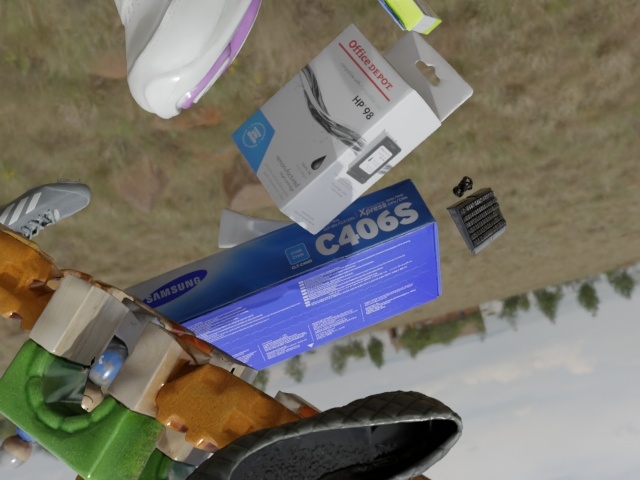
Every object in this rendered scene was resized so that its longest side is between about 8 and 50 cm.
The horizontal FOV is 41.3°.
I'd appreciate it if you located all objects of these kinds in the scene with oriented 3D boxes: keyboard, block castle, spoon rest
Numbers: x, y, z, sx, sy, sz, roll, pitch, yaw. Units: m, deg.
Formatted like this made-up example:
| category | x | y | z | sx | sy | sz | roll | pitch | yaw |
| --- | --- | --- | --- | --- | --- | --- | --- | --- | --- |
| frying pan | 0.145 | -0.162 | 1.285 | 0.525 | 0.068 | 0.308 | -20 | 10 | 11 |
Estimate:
| category | x | y | z | sx | sy | sz | roll | pitch | yaw |
| --- | --- | --- | --- | --- | --- | --- | --- | --- | --- |
| keyboard | 0.238 | -0.047 | 1.291 | 0.023 | 0.108 | 0.180 | -29 | 178 | 29 |
| block castle | -0.142 | 0.175 | 0.667 | 0.453 | 0.212 | 0.303 | 26 | 171 | 26 |
| spoon rest | 0.000 | 0.000 | 1.188 | 0.277 | 0.137 | 0.084 | 5 | -178 | -28 |

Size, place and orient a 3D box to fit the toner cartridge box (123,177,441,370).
| category | x | y | z | sx | sy | sz | roll | pitch | yaw |
| --- | --- | --- | --- | --- | --- | --- | --- | --- | --- |
| toner cartridge box | -0.034 | 0.061 | 0.990 | 0.348 | 0.075 | 0.165 | -21 | 144 | -5 |

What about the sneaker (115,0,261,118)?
| category | x | y | z | sx | sy | sz | roll | pitch | yaw |
| --- | --- | --- | --- | --- | --- | --- | --- | --- | --- |
| sneaker | -0.117 | -0.202 | 0.540 | 0.152 | 0.305 | 0.114 | 18 | 138 | -29 |

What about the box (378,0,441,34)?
| category | x | y | z | sx | sy | sz | roll | pitch | yaw |
| --- | --- | --- | --- | --- | --- | --- | --- | --- | --- |
| box | 0.139 | -0.398 | 1.413 | 0.042 | 0.109 | 0.178 | -40 | 177 | 21 |

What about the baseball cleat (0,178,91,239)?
| category | x | y | z | sx | sy | sz | roll | pitch | yaw |
| --- | --- | --- | --- | --- | --- | --- | --- | --- | --- |
| baseball cleat | -0.380 | -0.007 | 1.065 | 0.206 | 0.109 | 0.072 | -20 | 153 | -15 |

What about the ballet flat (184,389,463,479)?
| category | x | y | z | sx | sy | sz | roll | pitch | yaw |
| --- | --- | --- | --- | --- | --- | --- | --- | --- | --- |
| ballet flat | -0.004 | 0.117 | 0.438 | 0.173 | 0.057 | 0.049 | -20 | 175 | -26 |

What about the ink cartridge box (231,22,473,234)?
| category | x | y | z | sx | sy | sz | roll | pitch | yaw |
| --- | --- | --- | --- | --- | --- | --- | --- | --- | --- |
| ink cartridge box | 0.024 | -0.106 | 0.711 | 0.180 | 0.104 | 0.060 | -42 | 144 | 10 |
